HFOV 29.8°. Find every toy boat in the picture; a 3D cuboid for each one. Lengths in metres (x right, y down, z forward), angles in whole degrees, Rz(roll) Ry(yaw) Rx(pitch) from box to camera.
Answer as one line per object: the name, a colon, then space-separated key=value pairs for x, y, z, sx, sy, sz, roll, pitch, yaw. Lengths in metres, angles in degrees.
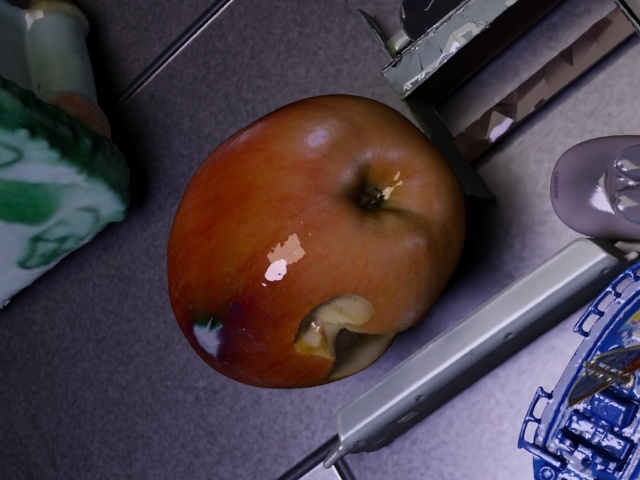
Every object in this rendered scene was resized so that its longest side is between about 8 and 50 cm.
toy boat: x=0.173 y=0.076 z=0.687 sx=0.091 sy=0.110 sz=0.175 roll=28 pitch=96 yaw=29

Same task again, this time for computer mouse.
computer mouse: x=0.186 y=-0.033 z=0.733 sx=0.096 sy=0.039 sz=0.066 roll=2 pitch=85 yaw=30

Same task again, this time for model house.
model house: x=-0.314 y=-0.126 z=0.978 sx=0.267 sy=0.194 sz=0.325 roll=-33 pitch=55 yaw=25

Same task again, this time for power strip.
power strip: x=0.093 y=0.073 z=0.762 sx=0.252 sy=0.060 sz=0.027 roll=-38 pitch=68 yaw=20

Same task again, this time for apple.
apple: x=0.000 y=0.000 z=0.756 sx=0.199 sy=0.199 sz=0.199 roll=-4 pitch=82 yaw=29

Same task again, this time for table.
table: x=0.113 y=-0.138 z=0.778 sx=0.146 sy=0.062 sz=0.175 roll=-40 pitch=69 yaw=20
